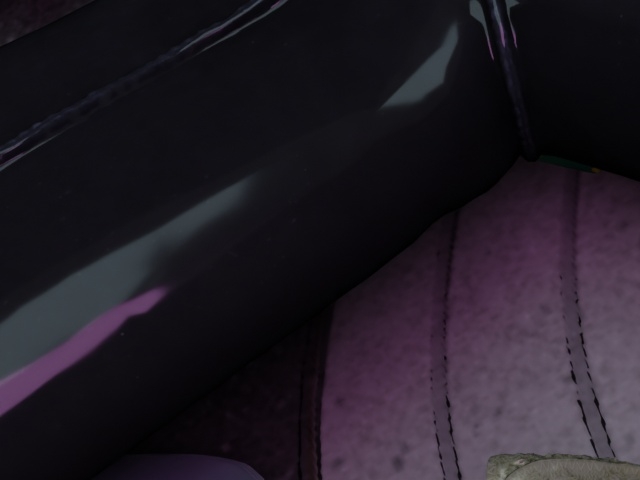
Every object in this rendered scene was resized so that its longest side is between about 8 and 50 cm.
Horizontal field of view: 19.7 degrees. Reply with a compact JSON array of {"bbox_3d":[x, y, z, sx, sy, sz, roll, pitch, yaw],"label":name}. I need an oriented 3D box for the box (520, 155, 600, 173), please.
[{"bbox_3d":[0.116,-0.125,0.877,0.105,0.043,0.179,15,66,29],"label":"box"}]

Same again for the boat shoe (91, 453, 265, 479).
[{"bbox_3d":[-0.157,0.148,0.788,0.306,0.105,0.113,-2,31,11],"label":"boat shoe"}]

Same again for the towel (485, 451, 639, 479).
[{"bbox_3d":[0.122,0.123,0.598,0.148,0.027,0.110,4,65,3],"label":"towel"}]

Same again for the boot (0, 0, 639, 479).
[{"bbox_3d":[-0.001,-0.001,0.680,0.445,0.146,0.367,-29,37,-12],"label":"boot"}]
